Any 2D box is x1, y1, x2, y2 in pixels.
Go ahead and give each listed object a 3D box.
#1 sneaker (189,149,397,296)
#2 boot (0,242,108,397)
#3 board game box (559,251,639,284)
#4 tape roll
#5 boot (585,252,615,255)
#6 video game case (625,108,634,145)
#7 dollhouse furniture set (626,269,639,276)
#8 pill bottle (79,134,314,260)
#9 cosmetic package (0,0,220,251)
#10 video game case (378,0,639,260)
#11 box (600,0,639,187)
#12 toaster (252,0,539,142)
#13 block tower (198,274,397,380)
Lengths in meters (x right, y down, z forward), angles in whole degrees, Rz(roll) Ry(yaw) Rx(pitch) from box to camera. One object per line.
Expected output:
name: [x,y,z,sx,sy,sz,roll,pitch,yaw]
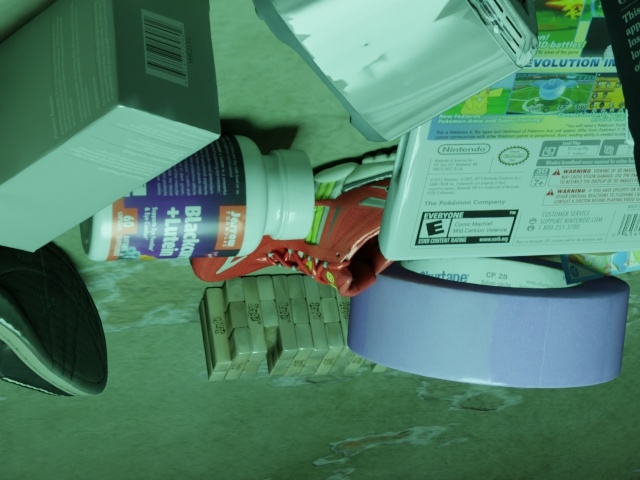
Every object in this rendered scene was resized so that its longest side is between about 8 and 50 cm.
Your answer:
sneaker: [0.000,0.000,1.523,0.279,0.118,0.107,-17,155,18]
boot: [-0.404,0.080,1.544,0.284,0.138,0.377,-19,151,21]
board game box: [0.265,-0.040,1.520,0.103,0.026,0.154,-12,116,9]
tape roll: [0.166,0.073,1.618,0.275,0.090,0.275,6,-172,-1]
boot: [0.276,-0.072,1.449,0.197,0.073,0.152,-8,119,-8]
video game case: [0.322,-0.125,1.212,0.190,0.022,0.173,12,138,21]
dollhouse furniture set: [0.365,-0.036,1.611,0.184,0.129,0.129,27,148,-6]
pill bottle: [-0.108,-0.038,1.410,0.194,0.108,0.108,-2,156,-16]
cosmetic package: [-0.192,-0.094,1.228,0.107,0.127,0.238,14,150,-41]
video game case: [0.229,-0.109,1.312,0.329,0.036,0.300,-2,132,-14]
box: [0.323,-0.217,0.882,0.179,0.312,0.343,11,151,-39]
toaster: [0.049,-0.179,1.096,0.146,0.129,0.227,-23,135,22]
block tower: [0.043,0.092,1.787,0.336,0.097,0.091,-4,157,-15]
